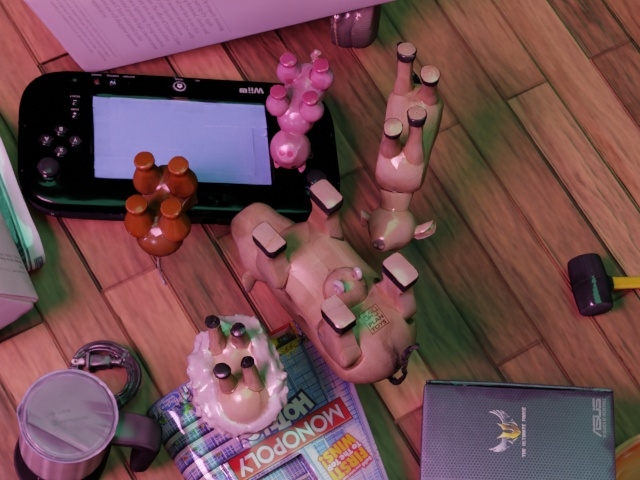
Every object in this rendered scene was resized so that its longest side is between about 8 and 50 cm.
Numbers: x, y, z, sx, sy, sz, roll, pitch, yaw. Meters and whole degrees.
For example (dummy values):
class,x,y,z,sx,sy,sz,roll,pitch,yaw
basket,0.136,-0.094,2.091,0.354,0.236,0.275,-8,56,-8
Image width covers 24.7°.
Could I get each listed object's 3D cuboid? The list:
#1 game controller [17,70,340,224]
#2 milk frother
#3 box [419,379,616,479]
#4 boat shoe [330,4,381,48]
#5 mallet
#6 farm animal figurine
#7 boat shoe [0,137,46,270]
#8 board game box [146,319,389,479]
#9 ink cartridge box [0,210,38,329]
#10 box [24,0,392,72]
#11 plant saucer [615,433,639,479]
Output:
class,x,y,z,sx,sy,sz,roll,pitch,yaw
game controller,-0.140,-0.093,1.463,0.319,0.067,0.166,2,66,-13
milk frother,-0.212,0.143,1.301,0.129,0.134,0.143,-8,69,-18
box,0.183,0.250,1.372,0.183,0.059,0.232,3,65,4
boat shoe,-0.006,-0.356,1.594,0.130,0.132,0.355,-7,61,1
mallet,0.350,0.052,1.536,0.190,0.039,0.062,5,64,-16
farm animal figurine,0.000,0.000,1.350,0.330,0.172,0.326,-20,62,-9
boat shoe,-0.333,-0.045,1.395,0.083,0.065,0.183,-20,73,-20
board game box,-0.029,0.190,1.367,0.194,0.060,0.194,-28,75,-23
ink cartridge box,-0.370,-0.001,1.314,0.154,0.093,0.212,-31,75,16
box,-0.109,-0.328,1.446,0.345,0.168,0.215,-12,68,9
plant saucer,0.349,0.285,1.429,0.200,0.037,0.200,5,65,-11
